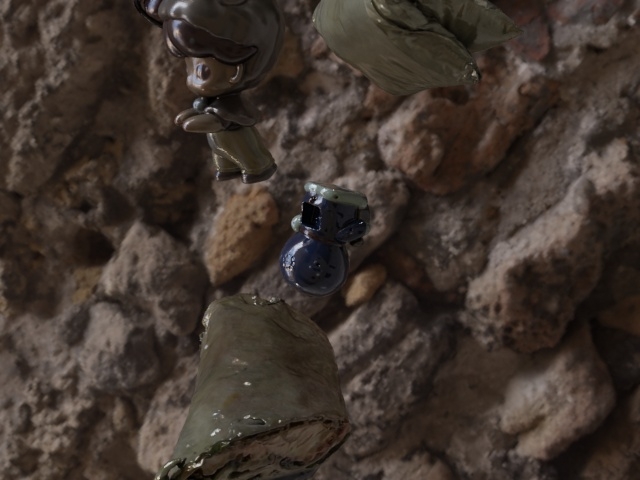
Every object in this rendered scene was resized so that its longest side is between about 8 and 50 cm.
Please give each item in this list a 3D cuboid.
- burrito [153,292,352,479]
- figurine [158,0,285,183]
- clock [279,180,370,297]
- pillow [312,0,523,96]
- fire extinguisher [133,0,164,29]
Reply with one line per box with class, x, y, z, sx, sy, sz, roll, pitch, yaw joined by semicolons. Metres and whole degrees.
burrito;-0.052;0.153;0.737;0.348;0.175;0.107;-93;14;-70
figurine;-0.155;-0.286;1.231;0.203;0.381;0.248;-13;20;-20
clock;0.000;0.000;1.544;0.146;0.199;0.243;6;-76;-45
pillow;0.073;-0.189;0.658;0.078;0.134;0.181;-64;20;-4
fire extinguisher;-0.234;-0.456;1.459;0.141;0.341;0.105;-36;53;31
